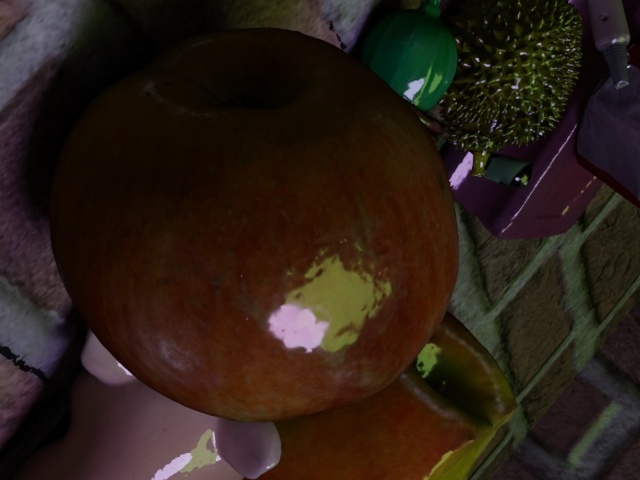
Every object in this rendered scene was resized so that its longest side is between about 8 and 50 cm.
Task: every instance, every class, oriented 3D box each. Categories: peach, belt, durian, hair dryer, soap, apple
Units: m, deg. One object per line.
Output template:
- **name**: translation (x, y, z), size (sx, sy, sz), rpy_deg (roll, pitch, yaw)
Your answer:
- **peach**: translation (-0.029, 0.214, 1.896), size (0.242, 0.306, 0.380), rpy_deg (-13, 145, -52)
- **belt**: translation (0.360, -0.119, 2.098), size (0.128, 0.124, 0.201), rpy_deg (-41, 157, -24)
- **durian**: translation (0.180, -0.169, 1.932), size (0.159, 0.146, 0.198), rpy_deg (-61, 175, -36)
- **hair dryer**: translation (0.281, -0.257, 1.914), size (0.053, 0.220, 0.195), rpy_deg (-20, 176, 23)
- **soap**: translation (0.295, -0.180, 2.213), size (0.359, 0.128, 0.233), rpy_deg (-57, 159, 18)
- **apple**: translation (-0.049, -0.019, 1.422), size (0.301, 0.301, 0.301), rpy_deg (-45, 161, -20)

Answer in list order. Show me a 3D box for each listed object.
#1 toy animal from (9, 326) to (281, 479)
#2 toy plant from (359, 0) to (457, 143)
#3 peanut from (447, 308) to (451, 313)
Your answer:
- **toy animal**: translation (-0.158, 0.198, 1.739), size (0.256, 0.195, 0.213), rpy_deg (-59, -179, 15)
- **toy plant**: translation (0.075, -0.139, 1.795), size (0.200, 0.105, 0.143), rpy_deg (-65, 169, 4)
- **peanut**: translation (0.074, 0.167, 2.309), size (0.291, 0.159, 0.143), rpy_deg (-36, 131, -40)
